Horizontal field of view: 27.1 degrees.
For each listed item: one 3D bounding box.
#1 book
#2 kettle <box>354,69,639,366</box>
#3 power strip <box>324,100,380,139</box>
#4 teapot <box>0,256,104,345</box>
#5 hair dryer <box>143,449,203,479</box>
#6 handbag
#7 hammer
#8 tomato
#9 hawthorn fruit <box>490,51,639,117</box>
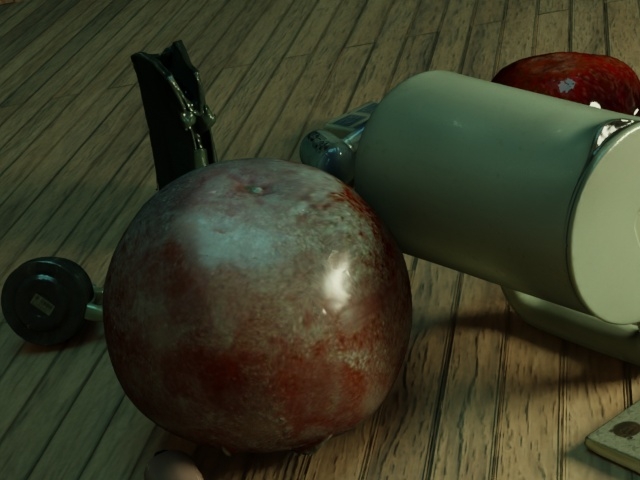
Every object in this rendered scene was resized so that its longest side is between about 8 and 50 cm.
[{"bbox_3d":[0.356,0.159,1.205,0.199,0.016,0.138,-28,27,-28],"label":"book"},{"bbox_3d":[0.206,-0.022,1.335,0.205,0.265,0.318,-5,15,-37],"label":"kettle"},{"bbox_3d":[0.151,-0.153,1.976,0.106,0.043,0.367,-30,28,-30],"label":"power strip"},{"bbox_3d":[-0.320,0.065,1.686,0.149,0.111,0.108,-15,9,11],"label":"teapot"},{"bbox_3d":[-0.129,0.261,1.186,0.189,0.106,0.344,-21,16,-10],"label":"hair dryer"},{"bbox_3d":[-0.194,-0.145,1.900,0.079,0.247,0.260,-14,22,-14],"label":"handbag"},{"bbox_3d":[0.061,-0.157,1.948,0.194,0.069,0.116,-36,26,-2],"label":"hammer"},{"bbox_3d":[-0.063,0.068,1.341,0.317,0.282,0.316,-1,28,0],"label":"tomato"},{"bbox_3d":[0.294,-0.137,1.686,0.250,0.215,0.215,-5,25,36],"label":"hawthorn fruit"}]
